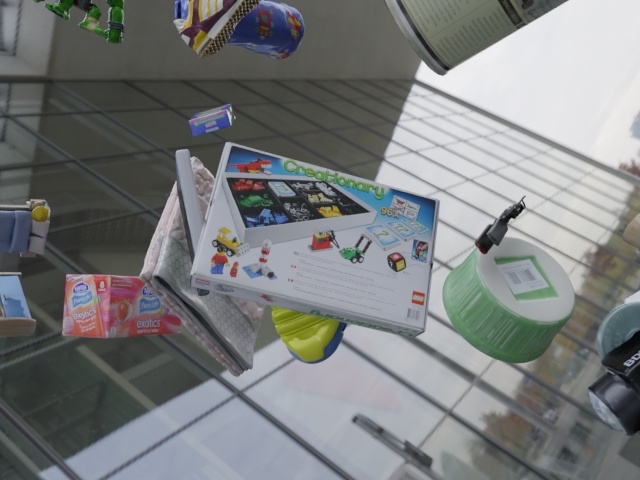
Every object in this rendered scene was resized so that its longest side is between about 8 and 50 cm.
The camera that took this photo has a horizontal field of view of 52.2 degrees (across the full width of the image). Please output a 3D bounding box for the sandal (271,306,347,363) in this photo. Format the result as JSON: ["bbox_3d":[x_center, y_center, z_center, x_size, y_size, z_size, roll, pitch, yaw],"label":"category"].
[{"bbox_3d":[0.003,0.056,1.024,0.138,0.126,0.318,63,-156,-44],"label":"sandal"}]

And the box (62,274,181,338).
[{"bbox_3d":[-0.492,0.165,1.661,0.300,0.142,0.154,16,-105,-67],"label":"box"}]

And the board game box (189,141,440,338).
[{"bbox_3d":[0.000,0.000,0.863,0.053,0.305,0.193,122,161,-66],"label":"board game box"}]

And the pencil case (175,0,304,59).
[{"bbox_3d":[-0.166,-0.452,1.357,0.306,0.133,0.120,-10,-73,-54],"label":"pencil case"}]

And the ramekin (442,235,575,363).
[{"bbox_3d":[0.468,0.132,1.601,0.303,0.303,0.148,-38,-19,-40],"label":"ramekin"}]

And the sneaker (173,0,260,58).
[{"bbox_3d":[-0.148,-0.360,0.969,0.185,0.084,0.069,-41,3,27],"label":"sneaker"}]

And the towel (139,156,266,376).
[{"bbox_3d":[-0.200,0.051,1.288,0.332,0.053,0.317,56,-150,-38],"label":"towel"}]

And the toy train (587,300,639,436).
[{"bbox_3d":[0.400,0.082,0.562,0.334,0.190,0.142,-39,-3,0],"label":"toy train"}]

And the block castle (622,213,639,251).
[{"bbox_3d":[0.705,-0.068,1.021,0.453,0.212,0.303,-3,-60,-42],"label":"block castle"}]

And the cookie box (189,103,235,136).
[{"bbox_3d":[-0.247,-0.277,1.497,0.107,0.091,0.040,-97,-8,-70],"label":"cookie box"}]

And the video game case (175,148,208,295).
[{"bbox_3d":[-0.212,-0.022,1.089,0.023,0.213,0.193,-10,-9,-14],"label":"video game case"}]

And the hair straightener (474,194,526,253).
[{"bbox_3d":[0.445,-0.047,1.536,0.230,0.047,0.089,-34,-6,-44],"label":"hair straightener"}]

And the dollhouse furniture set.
[{"bbox_3d":[-0.799,0.054,1.555,0.286,0.198,0.304,1,-55,-39],"label":"dollhouse furniture set"}]

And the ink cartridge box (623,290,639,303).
[{"bbox_3d":[0.663,0.137,1.238,0.099,0.135,0.056,-42,26,32],"label":"ink cartridge box"}]

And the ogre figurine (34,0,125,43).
[{"bbox_3d":[-0.485,-0.501,1.344,0.118,0.197,0.097,-69,21,-1],"label":"ogre figurine"}]

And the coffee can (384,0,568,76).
[{"bbox_3d":[0.225,-0.362,0.809,0.275,0.202,0.201,-27,-9,27],"label":"coffee can"}]
